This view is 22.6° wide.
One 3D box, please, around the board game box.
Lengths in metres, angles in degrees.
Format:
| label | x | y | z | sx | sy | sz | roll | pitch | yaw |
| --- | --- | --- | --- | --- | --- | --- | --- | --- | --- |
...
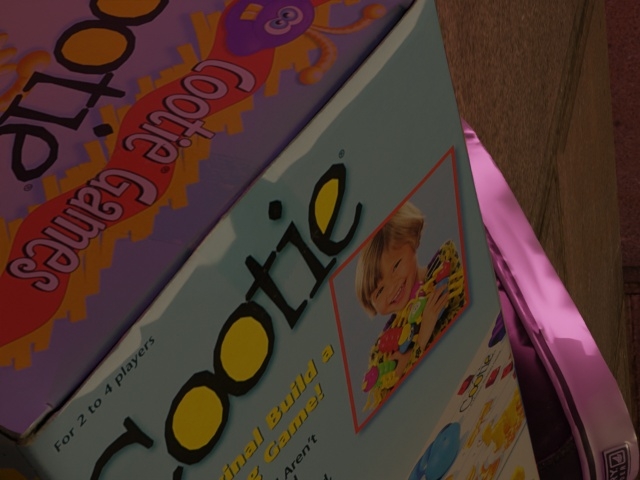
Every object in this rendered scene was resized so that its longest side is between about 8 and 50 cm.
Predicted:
| label | x | y | z | sx | sy | sz | roll | pitch | yaw |
| --- | --- | --- | --- | --- | --- | --- | --- | --- | --- |
| board game box | -0.040 | 0.053 | 0.462 | 0.144 | 0.142 | 0.275 | -50 | 145 | -25 |

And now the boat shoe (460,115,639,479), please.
| label | x | y | z | sx | sy | sz | roll | pitch | yaw |
| --- | --- | --- | --- | --- | --- | --- | --- | --- | --- |
| boat shoe | 0.064 | 0.031 | 0.895 | 0.113 | 0.105 | 0.306 | 86 | -16 | -49 |
